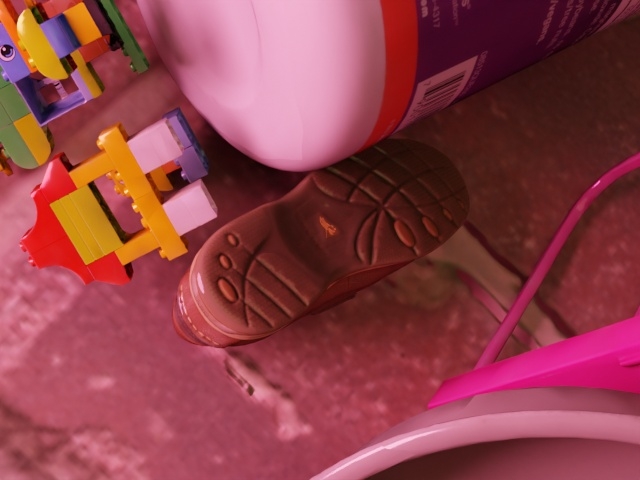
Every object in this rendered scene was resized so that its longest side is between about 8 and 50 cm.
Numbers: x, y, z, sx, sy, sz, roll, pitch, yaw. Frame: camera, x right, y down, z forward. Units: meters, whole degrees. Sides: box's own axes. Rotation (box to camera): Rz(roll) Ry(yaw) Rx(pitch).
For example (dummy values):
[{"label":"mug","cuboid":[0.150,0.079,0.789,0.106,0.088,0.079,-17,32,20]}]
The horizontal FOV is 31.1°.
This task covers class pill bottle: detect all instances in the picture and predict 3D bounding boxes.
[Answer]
[{"label":"pill bottle","cuboid":[0.076,-0.172,0.563,0.323,0.181,0.181,-28,88,-25]}]

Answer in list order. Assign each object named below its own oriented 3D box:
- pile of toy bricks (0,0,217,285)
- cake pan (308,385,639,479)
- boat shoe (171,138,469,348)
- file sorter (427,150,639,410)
[{"label":"pile of toy bricks","cuboid":[-0.138,-0.082,0.515,0.105,0.118,0.212,-27,105,3]},{"label":"cake pan","cuboid":[0.102,0.181,0.463,0.293,0.293,0.054,41,26,-7]},{"label":"boat shoe","cuboid":[0.000,0.000,0.560,0.178,0.060,0.064,-28,85,-38]},{"label":"file sorter","cuboid":[0.248,0.088,0.559,0.290,0.202,0.182,40,64,-8]}]
